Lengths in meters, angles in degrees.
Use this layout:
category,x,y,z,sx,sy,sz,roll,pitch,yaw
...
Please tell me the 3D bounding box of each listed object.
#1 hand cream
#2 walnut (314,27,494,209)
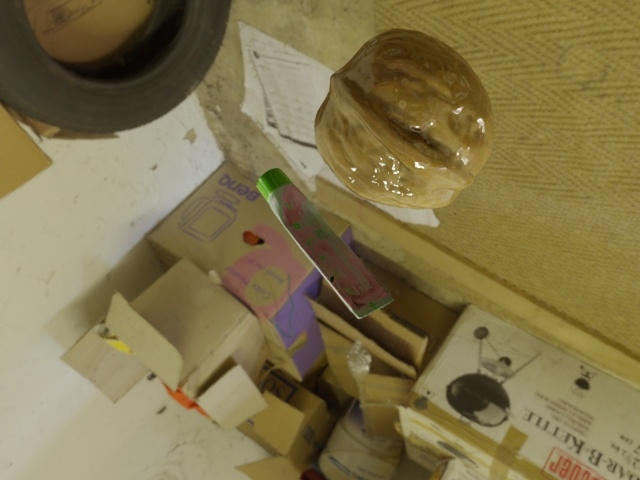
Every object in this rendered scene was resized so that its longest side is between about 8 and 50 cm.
category,x,y,z,sx,sy,sz,roll,pitch,yaw
hand cream,0.001,-0.001,0.820,0.275,0.079,0.050,51,159,20
walnut,0.078,-0.103,0.496,0.167,0.149,0.166,0,124,0
